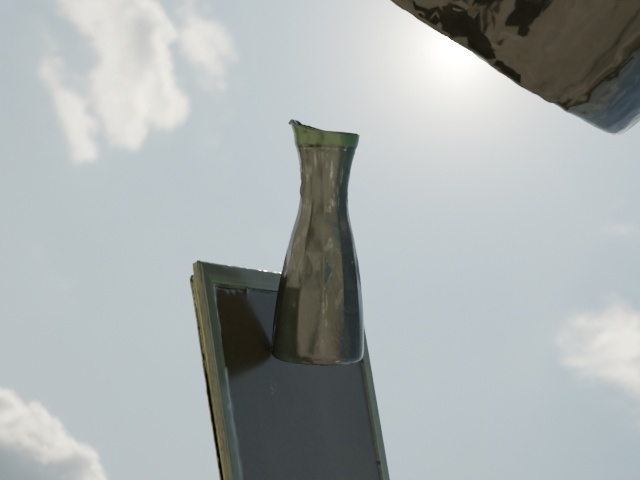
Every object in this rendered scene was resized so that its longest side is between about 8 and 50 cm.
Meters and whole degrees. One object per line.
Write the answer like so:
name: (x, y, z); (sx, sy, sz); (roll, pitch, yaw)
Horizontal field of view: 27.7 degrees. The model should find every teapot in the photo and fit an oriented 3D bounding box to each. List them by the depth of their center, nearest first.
teapot: (0.000, 0.000, 0.595); (0.042, 0.043, 0.111); (4, -86, 44)

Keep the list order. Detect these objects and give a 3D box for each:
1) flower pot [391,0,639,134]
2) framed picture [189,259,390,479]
flower pot: (0.141, -0.222, 0.707); (0.379, 0.379, 0.251); (40, -72, 14)
framed picture: (-0.008, 0.085, 0.626); (0.011, 0.183, 0.142); (-13, -100, 22)
